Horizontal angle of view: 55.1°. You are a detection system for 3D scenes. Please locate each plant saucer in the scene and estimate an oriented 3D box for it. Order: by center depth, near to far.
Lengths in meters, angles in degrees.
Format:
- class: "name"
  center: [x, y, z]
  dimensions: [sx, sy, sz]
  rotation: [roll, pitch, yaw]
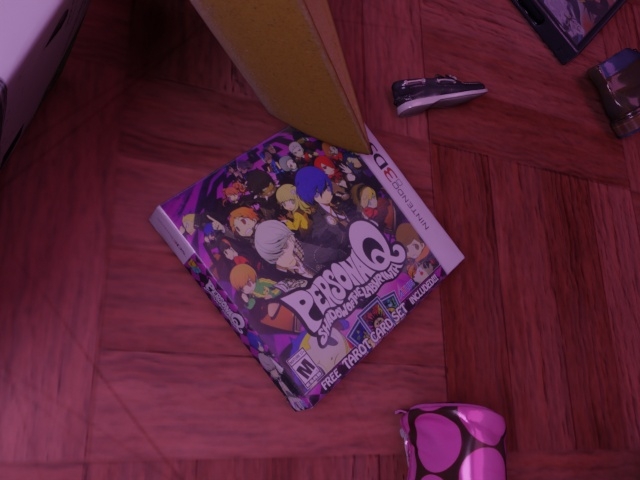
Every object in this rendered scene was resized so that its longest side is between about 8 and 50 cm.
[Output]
- class: "plant saucer"
  center: [-0.066, -0.264, 0.492]
  dimensions: [0.081, 0.333, 0.333]
  rotation: [-18, 67, 10]

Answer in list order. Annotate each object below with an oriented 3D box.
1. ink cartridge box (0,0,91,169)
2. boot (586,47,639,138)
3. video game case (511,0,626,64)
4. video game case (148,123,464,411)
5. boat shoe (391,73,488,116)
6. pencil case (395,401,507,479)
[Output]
- class: "ink cartridge box"
  center: [-0.246, -0.077, 0.355]
  dimensions: [0.121, 0.211, 0.289]
  rotation: [29, 59, -23]
- class: "boot"
  center: [0.460, -0.241, 0.865]
  dimensions: [0.219, 0.082, 0.106]
  rotation: [-39, 96, -30]
- class: "video game case"
  center: [0.341, -0.417, 0.888]
  dimensions: [0.248, 0.035, 0.275]
  rotation: [49, 59, -6]
- class: "video game case"
  center: [0.000, 0.000, 0.568]
  dimensions: [0.232, 0.042, 0.210]
  rotation: [-37, 91, -31]
- class: "boat shoe"
  center: [0.135, -0.170, 0.695]
  dimensions: [0.125, 0.046, 0.038]
  rotation: [-16, 86, -22]
- class: "pencil case"
  center: [0.107, 0.245, 0.518]
  dimensions: [0.095, 0.098, 0.209]
  rotation: [50, 43, -60]
